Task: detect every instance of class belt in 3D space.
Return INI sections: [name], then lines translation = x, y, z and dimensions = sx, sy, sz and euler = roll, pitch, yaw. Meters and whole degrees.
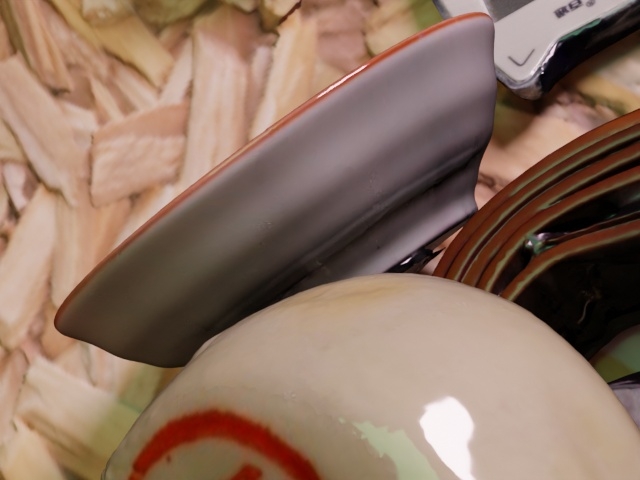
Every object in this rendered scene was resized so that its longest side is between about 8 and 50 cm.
[belt]
translation = 0.175, 0.029, 0.653
dimensions = 0.261, 0.105, 0.184
euler = -14, 55, 24

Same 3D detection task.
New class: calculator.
[calculator]
translation = 0.136, -0.196, 0.875
dimensions = 0.177, 0.040, 0.268
euler = -28, 48, 14

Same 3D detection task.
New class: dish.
[dish]
translation = 0.000, 0.000, 0.742
dimensions = 0.260, 0.260, 0.085
euler = -36, 86, 7

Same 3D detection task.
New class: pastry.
[pastry]
translation = 0.021, 0.141, 0.600
dimensions = 0.264, 0.133, 0.265
euler = 8, 103, 40
